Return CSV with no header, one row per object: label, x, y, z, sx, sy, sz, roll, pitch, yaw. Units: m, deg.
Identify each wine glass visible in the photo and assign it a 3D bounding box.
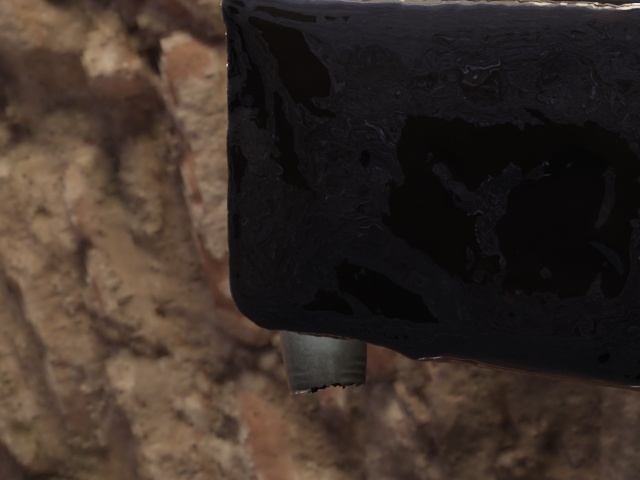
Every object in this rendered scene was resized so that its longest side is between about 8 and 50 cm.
wine glass,0.000,0.000,0.884,0.066,0.066,0.198,148,-61,-71

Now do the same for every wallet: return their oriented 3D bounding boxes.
wallet,0.125,-0.023,0.661,0.378,0.051,0.197,6,-73,21
